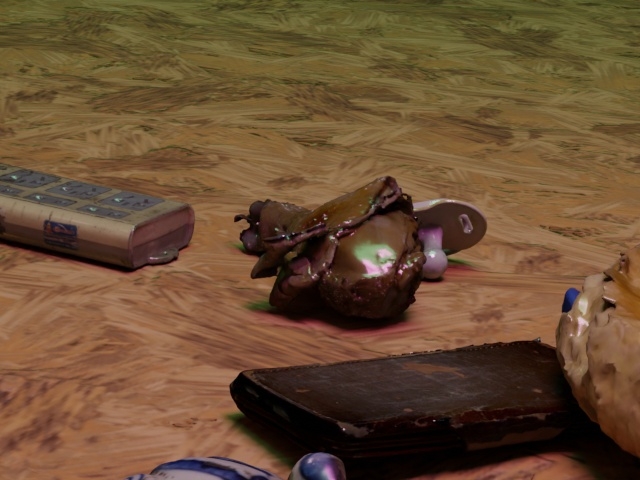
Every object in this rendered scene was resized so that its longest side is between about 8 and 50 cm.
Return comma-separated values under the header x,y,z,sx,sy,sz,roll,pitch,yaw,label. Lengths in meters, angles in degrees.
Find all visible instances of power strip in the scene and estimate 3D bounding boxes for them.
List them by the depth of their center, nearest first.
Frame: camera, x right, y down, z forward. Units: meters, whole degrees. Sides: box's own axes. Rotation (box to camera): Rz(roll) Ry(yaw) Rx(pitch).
x,y,z,sx,sy,sz,roll,pitch,yaw,label
-0.223,-0.027,1.353,0.268,0.034,0.092,12,19,25,power strip

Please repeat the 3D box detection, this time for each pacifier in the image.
x,y,z,sx,sy,sz,roll,pitch,yaw,label
0.081,0.004,1.321,0.083,0.068,0.064,-9,48,15,pacifier

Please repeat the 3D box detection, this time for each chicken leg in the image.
x,y,z,sx,sy,sz,roll,pitch,yaw,label
0.008,-0.001,1.261,0.125,0.080,0.196,-10,18,-5,chicken leg

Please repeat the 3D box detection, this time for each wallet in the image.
x,y,z,sx,sy,sz,roll,pitch,yaw,label
0.072,0.092,1.039,0.232,0.031,0.122,-2,16,-33,wallet

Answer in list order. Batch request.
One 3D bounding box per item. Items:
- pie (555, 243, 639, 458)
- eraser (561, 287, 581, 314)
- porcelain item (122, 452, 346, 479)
x,y,z,sx,sy,sz,roll,pitch,yaw,label
0.297,0.076,1.022,0.340,0.083,0.339,9,21,-3,pie
0.197,0.058,1.190,0.063,0.027,0.084,1,18,-5,eraser
-0.067,0.162,0.603,0.186,0.138,0.288,-7,16,-1,porcelain item
